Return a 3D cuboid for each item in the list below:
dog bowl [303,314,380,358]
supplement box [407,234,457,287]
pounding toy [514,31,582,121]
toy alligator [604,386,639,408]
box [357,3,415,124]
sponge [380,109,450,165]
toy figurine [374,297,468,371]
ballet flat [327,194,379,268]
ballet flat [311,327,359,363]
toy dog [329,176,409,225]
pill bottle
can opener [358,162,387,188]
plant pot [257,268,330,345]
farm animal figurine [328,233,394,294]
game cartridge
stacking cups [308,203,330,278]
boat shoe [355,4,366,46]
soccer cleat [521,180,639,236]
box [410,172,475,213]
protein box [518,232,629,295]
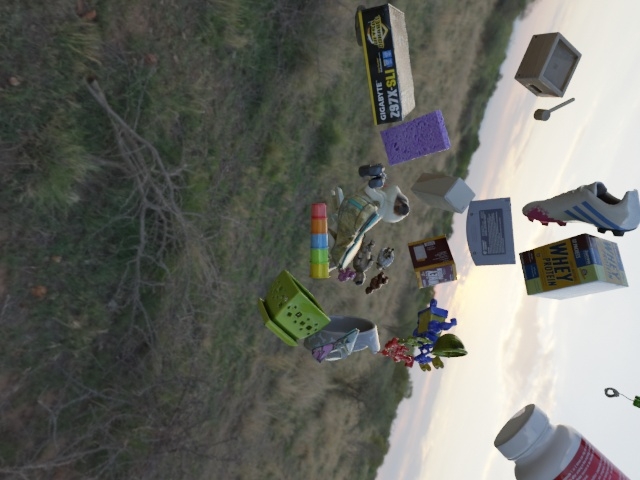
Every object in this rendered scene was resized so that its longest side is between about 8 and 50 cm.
[{"bbox_3d":[0.097,0.423,1.987,0.348,0.348,0.102,-15,107,-73],"label":"dog bowl"},{"bbox_3d":[0.542,0.102,2.138,0.194,0.191,0.129,-93,165,-46],"label":"supplement box"},{"bbox_3d":[0.635,-0.440,1.243,0.181,0.094,0.206,18,98,-32],"label":"pounding toy"},{"bbox_3d":[0.714,0.358,0.935,0.051,0.189,0.056,5,101,-44],"label":"toy alligator"},{"bbox_3d":[0.182,-0.456,1.145,0.322,0.079,0.257,-55,138,-61],"label":"box"},{"bbox_3d":[0.289,-0.312,1.358,0.031,0.210,0.117,-23,99,-43],"label":"sponge"},{"bbox_3d":[0.335,0.270,1.408,0.362,0.191,0.217,117,-5,-65],"label":"toy figurine"},{"bbox_3d":[0.074,-0.026,1.270,0.348,0.123,0.123,109,4,-65],"label":"ballet flat"},{"bbox_3d":[0.070,0.414,1.695,0.221,0.079,0.077,-18,154,-30],"label":"ballet flat"},{"bbox_3d":[0.293,-0.179,2.457,0.284,0.407,0.396,125,-49,-81],"label":"toy dog"},{"bbox_3d":[0.699,0.668,1.216,0.229,0.407,0.229,-40,161,-17],"label":"pill bottle"},{"bbox_3d":[0.167,-0.204,1.406,0.280,0.093,0.074,-61,145,-77],"label":"can opener"},{"bbox_3d":[-0.129,0.297,1.870,0.207,0.227,0.228,-42,120,0],"label":"plant pot"},{"bbox_3d":[0.175,0.123,2.182,0.172,0.330,0.327,114,2,-53],"label":"farm animal figurine"},{"bbox_3d":[0.750,-0.036,1.950,0.062,0.198,0.298,3,83,-61],"label":"game cartridge"},{"bbox_3d":[0.000,0.000,1.887,0.096,0.095,0.317,-7,100,-74],"label":"stacking cups"},{"bbox_3d":[0.170,-0.880,1.810,0.049,0.056,0.152,-101,-171,-68],"label":"boat shoe"},{"bbox_3d":[0.760,-0.111,1.297,0.116,0.331,0.143,-21,112,-31],"label":"soccer cleat"},{"bbox_3d":[0.607,-0.241,2.204,0.121,0.148,0.311,-52,-155,-2],"label":"box"},{"bbox_3d":[0.738,0.085,1.290,0.201,0.199,0.136,-28,-121,50],"label":"protein box"}]
